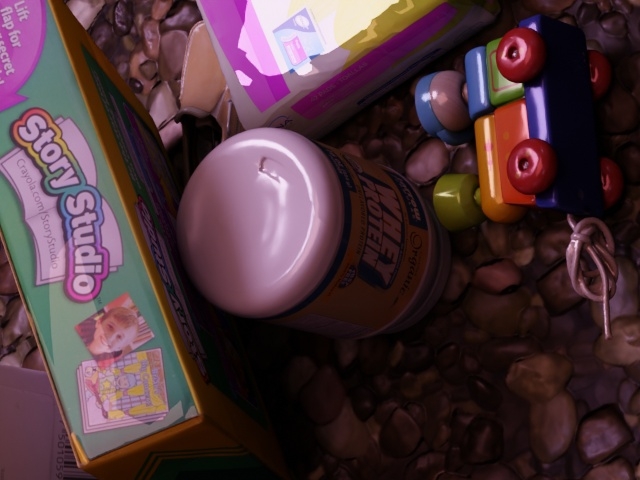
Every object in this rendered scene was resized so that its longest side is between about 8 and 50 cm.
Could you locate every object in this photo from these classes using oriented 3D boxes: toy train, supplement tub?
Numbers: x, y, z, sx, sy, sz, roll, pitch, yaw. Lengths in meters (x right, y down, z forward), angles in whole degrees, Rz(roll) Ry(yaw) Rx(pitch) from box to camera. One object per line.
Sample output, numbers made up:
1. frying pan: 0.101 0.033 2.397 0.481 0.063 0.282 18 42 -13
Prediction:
1. toy train: 0.147 -0.034 1.515 0.143 0.105 0.248 -16 71 41
2. supplement tub: 0.000 0.000 1.539 0.144 0.200 0.144 -7 77 33

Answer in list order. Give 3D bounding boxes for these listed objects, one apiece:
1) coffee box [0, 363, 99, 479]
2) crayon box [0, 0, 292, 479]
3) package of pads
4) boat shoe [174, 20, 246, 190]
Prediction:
1. coffee box: -0.373 0.268 1.648 0.334 0.338 0.337 -2 80 34
2. crayon box: -0.156 0.024 1.550 0.106 0.313 0.363 -24 71 4
3. package of pads: 0.000 -0.256 1.652 0.229 0.101 0.296 -33 64 25
4. boat shoe: -0.094 -0.106 1.700 0.068 0.072 0.190 -17 71 30
